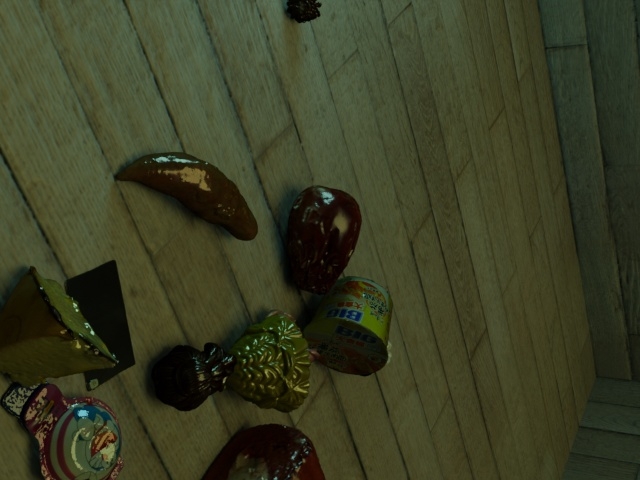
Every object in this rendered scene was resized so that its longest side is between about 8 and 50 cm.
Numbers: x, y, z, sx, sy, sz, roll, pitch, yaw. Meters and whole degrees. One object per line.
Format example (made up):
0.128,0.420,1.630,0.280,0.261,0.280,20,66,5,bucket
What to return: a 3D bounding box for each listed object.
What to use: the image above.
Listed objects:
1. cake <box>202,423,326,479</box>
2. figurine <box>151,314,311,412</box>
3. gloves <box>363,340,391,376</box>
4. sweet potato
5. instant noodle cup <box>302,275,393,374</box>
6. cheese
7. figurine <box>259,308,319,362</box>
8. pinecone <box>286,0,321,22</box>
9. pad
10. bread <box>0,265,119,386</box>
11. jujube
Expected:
-0.115,0.489,1.694,0.283,0.177,0.151,-48,132,-38,cake
-0.179,0.244,1.626,0.315,0.168,0.187,1,102,-49,figurine
0.125,0.265,2.132,0.119,0.097,0.229,-62,165,14,gloves
-0.207,-0.088,1.573,0.106,0.095,0.354,-46,143,11,sweet potato
0.068,0.185,1.969,0.153,0.205,0.205,-72,147,-41,instant noodle cup
-0.388,0.295,1.344,0.244,0.062,0.155,55,46,-29,cheese
-0.072,0.221,1.803,0.114,0.126,0.157,-127,-155,-66,figurine
-0.033,-0.506,1.855,0.077,0.077,0.083,50,41,-47,pinecone
-0.359,0.138,1.434,0.116,0.004,0.193,-29,116,-55,pad
-0.373,0.122,1.258,0.140,0.160,0.169,50,44,-47,bread
0.000,0.000,1.880,0.168,0.168,0.236,-4,110,-58,jujube
